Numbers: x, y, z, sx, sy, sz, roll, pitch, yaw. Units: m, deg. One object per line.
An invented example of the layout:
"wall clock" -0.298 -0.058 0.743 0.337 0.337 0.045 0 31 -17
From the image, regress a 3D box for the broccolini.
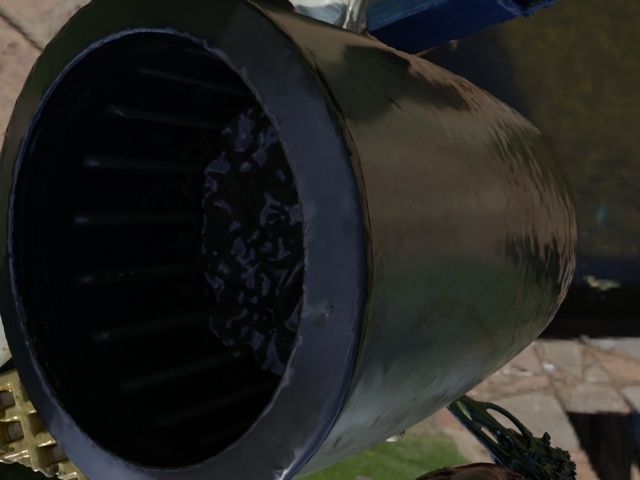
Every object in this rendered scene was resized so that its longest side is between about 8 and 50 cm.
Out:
"broccolini" 0.168 0.177 0.950 0.058 0.074 0.201 -41 96 18

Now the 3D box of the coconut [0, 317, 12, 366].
"coconut" -0.359 0.038 0.956 0.222 0.202 0.202 -36 130 15

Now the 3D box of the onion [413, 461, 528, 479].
"onion" 0.095 0.297 0.820 0.190 0.246 0.246 51 157 22

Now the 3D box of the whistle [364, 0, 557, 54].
"whistle" 0.096 -0.167 0.534 0.158 0.090 0.090 -14 140 34

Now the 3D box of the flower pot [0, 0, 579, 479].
"flower pot" 0.000 0.000 0.655 0.294 0.293 0.330 -16 172 37

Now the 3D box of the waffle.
"waffle" -0.273 0.173 0.814 0.191 0.125 0.032 -24 170 17

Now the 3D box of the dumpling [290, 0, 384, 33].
"dumpling" 0.035 -0.335 1.088 0.147 0.258 0.193 10 142 -15

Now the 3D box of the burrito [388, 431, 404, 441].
"burrito" 0.049 0.182 1.664 0.135 0.190 0.331 -3 140 27
